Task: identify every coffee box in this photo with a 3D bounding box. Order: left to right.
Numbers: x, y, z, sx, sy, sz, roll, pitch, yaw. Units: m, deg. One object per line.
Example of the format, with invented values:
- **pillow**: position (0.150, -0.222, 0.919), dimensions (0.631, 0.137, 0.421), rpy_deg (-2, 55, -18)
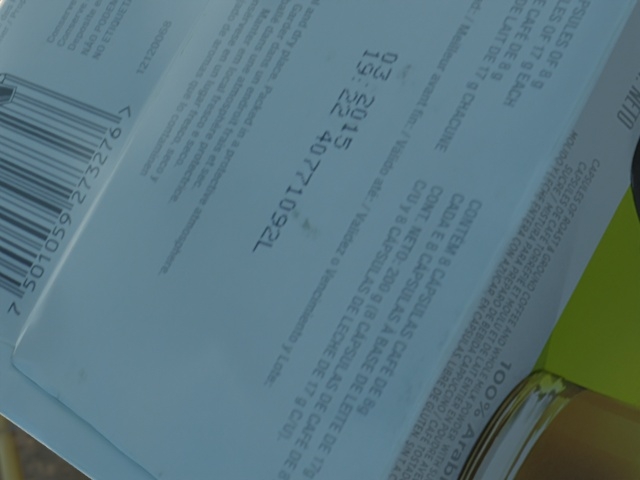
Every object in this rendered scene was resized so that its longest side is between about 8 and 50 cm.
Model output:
- **coffee box**: position (0.051, -0.002, 0.760), dimensions (0.338, 0.334, 0.337), rpy_deg (24, 82, 42)
